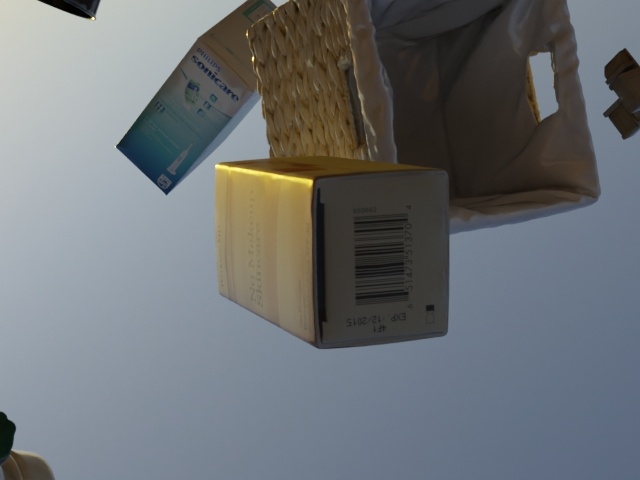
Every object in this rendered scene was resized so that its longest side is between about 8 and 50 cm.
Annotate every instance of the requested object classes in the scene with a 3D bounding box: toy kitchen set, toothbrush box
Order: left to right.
[{"bbox_3d":[-0.179,-0.244,1.922,0.295,0.126,0.216,-42,-174,42],"label":"toothbrush box"},{"bbox_3d":[0.272,-0.137,1.062,0.075,0.068,0.083,-22,162,-35],"label":"toy kitchen set"}]

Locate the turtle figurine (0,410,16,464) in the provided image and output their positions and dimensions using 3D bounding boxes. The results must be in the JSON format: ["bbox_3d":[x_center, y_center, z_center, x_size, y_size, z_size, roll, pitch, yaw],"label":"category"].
[{"bbox_3d":[-0.330,0.216,0.871,0.175,0.118,0.234,0,134,-50],"label":"turtle figurine"}]

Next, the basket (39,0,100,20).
[{"bbox_3d":[-0.258,-0.359,1.169,0.204,0.154,0.227,-123,-124,-85],"label":"basket"}]

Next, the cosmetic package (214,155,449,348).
[{"bbox_3d":[0.000,0.000,1.100,0.129,0.153,0.296,-4,-174,-20],"label":"cosmetic package"}]

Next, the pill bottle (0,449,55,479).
[{"bbox_3d":[-0.552,0.360,1.550,0.204,0.361,0.204,-14,-110,43],"label":"pill bottle"}]

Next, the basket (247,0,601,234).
[{"bbox_3d":[0.126,-0.166,1.434,0.331,0.328,0.266,-9,178,-33],"label":"basket"}]
